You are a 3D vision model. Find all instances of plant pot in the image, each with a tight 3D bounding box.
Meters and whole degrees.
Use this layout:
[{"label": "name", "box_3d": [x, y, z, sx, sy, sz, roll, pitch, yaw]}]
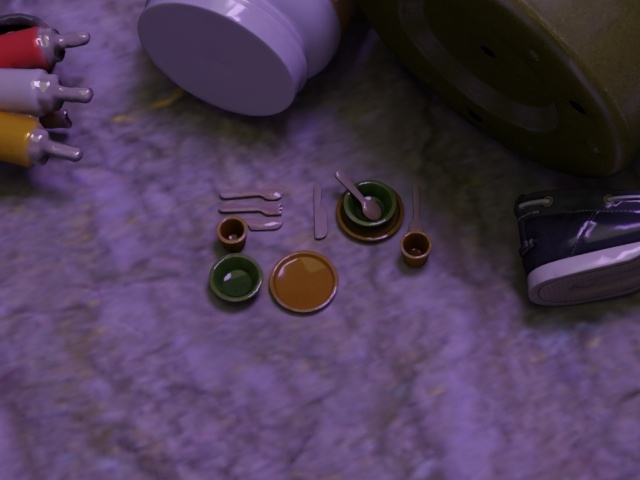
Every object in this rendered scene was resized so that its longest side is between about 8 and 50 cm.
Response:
[{"label": "plant pot", "box_3d": [0.209, -0.245, 1.023, 0.366, 0.366, 0.353, 37, 80, 19]}]

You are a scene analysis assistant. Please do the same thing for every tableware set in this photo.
[{"label": "tableware set", "box_3d": [0.000, 0.000, 1.053, 0.154, 0.024, 0.104, -1, 62, 1]}]

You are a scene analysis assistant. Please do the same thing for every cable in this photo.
[{"label": "cable", "box_3d": [-0.301, -0.111, 1.092, 0.287, 0.072, 0.139, 0, 63, 1]}]

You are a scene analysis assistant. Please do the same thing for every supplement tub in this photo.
[{"label": "supplement tub", "box_3d": [-0.034, -0.205, 1.095, 0.144, 0.144, 0.199, 21, 65, 12]}]

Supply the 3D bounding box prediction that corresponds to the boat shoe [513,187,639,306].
[{"label": "boat shoe", "box_3d": [0.248, -0.017, 1.022, 0.233, 0.084, 0.079, -10, 63, 0]}]
